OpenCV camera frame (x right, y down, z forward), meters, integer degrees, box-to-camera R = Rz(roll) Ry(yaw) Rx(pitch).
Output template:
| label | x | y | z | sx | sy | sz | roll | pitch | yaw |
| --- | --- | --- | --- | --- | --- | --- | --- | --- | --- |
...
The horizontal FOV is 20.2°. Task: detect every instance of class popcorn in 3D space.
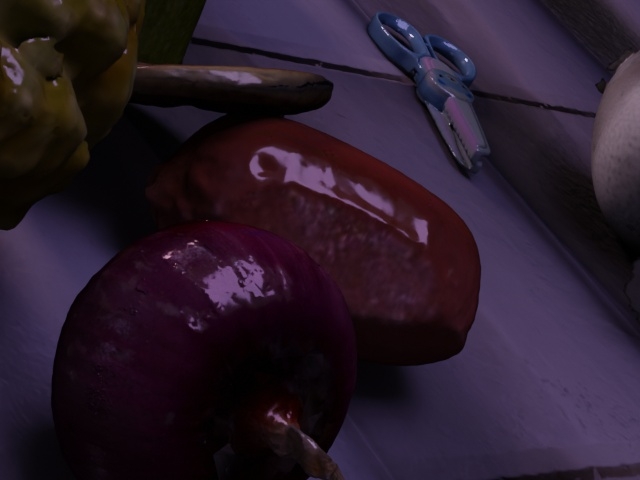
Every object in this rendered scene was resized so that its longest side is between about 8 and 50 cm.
| label | x | y | z | sx | sy | sz | roll | pitch | yaw |
| --- | --- | --- | --- | --- | --- | --- | --- | --- | --- |
| popcorn | -0.228 | -0.140 | 1.006 | 0.335 | 0.274 | 0.279 | 6 | 41 | -49 |

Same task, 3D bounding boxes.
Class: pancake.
| label | x | y | z | sx | sy | sz | roll | pitch | yaw |
| --- | --- | --- | --- | --- | --- | --- | --- | --- | --- |
| pancake | -0.111 | -0.109 | 1.247 | 0.250 | 0.031 | 0.250 | 5 | 3 | 0 |

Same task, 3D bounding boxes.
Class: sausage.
| label | x | y | z | sx | sy | sz | roll | pitch | yaw |
| --- | --- | --- | --- | --- | --- | --- | --- | --- | --- |
| sausage | 0.000 | 0.000 | 1.220 | 0.254 | 0.148 | 0.148 | 22 | 28 | -14 |

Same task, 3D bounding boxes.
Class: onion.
| label | x | y | z | sx | sy | sz | roll | pitch | yaw |
| --- | --- | --- | --- | --- | --- | --- | --- | --- | --- |
| onion | -0.061 | 0.075 | 0.974 | 0.177 | 0.177 | 0.153 | 28 | -6 | -20 |

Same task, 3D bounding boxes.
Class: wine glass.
| label | x | y | z | sx | sy | sz | roll | pitch | yaw |
| --- | --- | --- | --- | --- | --- | --- | --- | --- | --- |
| wine glass | 0.375 | -0.053 | 1.719 | 0.238 | 0.238 | 0.323 | 28 | 24 | -19 |

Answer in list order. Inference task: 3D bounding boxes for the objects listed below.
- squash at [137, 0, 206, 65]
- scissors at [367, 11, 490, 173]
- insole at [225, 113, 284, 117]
| label | x | y | z | sx | sy | sz | roll | pitch | yaw |
| --- | --- | --- | --- | --- | --- | --- | --- | --- | --- |
| squash | -0.158 | -0.333 | 1.391 | 0.310 | 0.309 | 0.310 | 31 | 25 | -16 |
| scissors | 0.121 | -0.145 | 1.766 | 0.125 | 0.030 | 0.256 | 23 | 26 | -25 |
| insole | -0.057 | -0.082 | 1.451 | 0.064 | 0.004 | 0.188 | 33 | 25 | -10 |
